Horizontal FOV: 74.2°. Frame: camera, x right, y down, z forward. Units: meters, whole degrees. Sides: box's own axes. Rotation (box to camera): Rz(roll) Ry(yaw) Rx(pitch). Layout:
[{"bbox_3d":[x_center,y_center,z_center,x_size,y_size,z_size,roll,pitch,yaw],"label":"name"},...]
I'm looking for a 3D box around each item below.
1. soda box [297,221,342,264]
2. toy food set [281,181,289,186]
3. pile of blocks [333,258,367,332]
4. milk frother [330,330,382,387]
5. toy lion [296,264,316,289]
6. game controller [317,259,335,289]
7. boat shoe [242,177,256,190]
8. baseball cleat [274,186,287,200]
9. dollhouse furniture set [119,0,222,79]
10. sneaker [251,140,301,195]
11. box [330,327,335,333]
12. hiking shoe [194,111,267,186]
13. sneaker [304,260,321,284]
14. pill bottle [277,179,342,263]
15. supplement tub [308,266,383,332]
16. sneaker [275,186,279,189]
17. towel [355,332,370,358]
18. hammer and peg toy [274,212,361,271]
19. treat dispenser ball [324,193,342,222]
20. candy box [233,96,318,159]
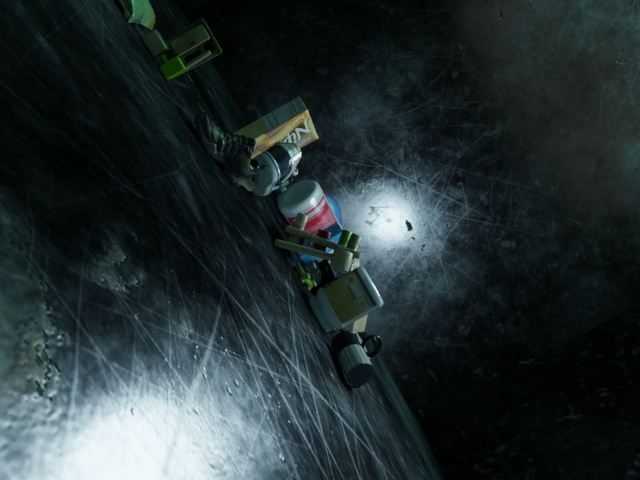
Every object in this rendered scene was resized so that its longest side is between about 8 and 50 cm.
[{"bbox_3d":[0.003,0.014,1.759,0.071,0.210,0.067,57,4,-48],"label":"soda box"},{"bbox_3d":[-0.260,-0.396,2.151,0.306,0.093,0.219,-140,-149,-64],"label":"toy food set"},{"bbox_3d":[0.119,0.213,1.759,0.149,0.113,0.361,-24,116,-50],"label":"pile of blocks"},{"bbox_3d":[0.122,0.329,1.194,0.134,0.143,0.129,-121,-173,-54],"label":"milk frother"},{"bbox_3d":[-0.057,0.116,1.439,0.096,0.034,0.100,53,-2,34],"label":"toy lion"},{"bbox_3d":[0.034,0.184,1.651,0.319,0.067,0.166,-115,-151,-74],"label":"game controller"},{"bbox_3d":[-0.226,-0.190,1.260,0.043,0.049,0.137,58,-1,14],"label":"boat shoe"},{"bbox_3d":[-0.207,-0.245,2.298,0.205,0.072,0.109,57,7,30],"label":"baseball cleat"},{"bbox_3d":[-0.395,-0.578,1.053,0.301,0.151,0.197,59,2,-24],"label":"dollhouse furniture set"},{"bbox_3d":[-0.149,-0.221,1.312,0.126,0.128,0.321,61,-20,-12],"label":"sneaker"},{"bbox_3d":[0.028,0.273,1.431,0.067,0.018,0.083,60,2,-1],"label":"box"},{"bbox_3d":[-0.226,-0.245,1.072,0.086,0.114,0.226,61,2,40],"label":"hiking shoe"},{"bbox_3d":[-0.021,0.138,1.681,0.152,0.054,0.061,-116,-179,-61],"label":"sneaker"},{"bbox_3d":[-0.028,-0.080,2.116,0.407,0.229,0.229,59,2,-34],"label":"pill bottle"},{"bbox_3d":[0.078,0.186,1.324,0.144,0.200,0.144,61,1,-2],"label":"supplement tub"},{"bbox_3d":[-0.248,-0.349,1.939,0.340,0.125,0.139,62,1,30],"label":"sneaker"},{"bbox_3d":[0.174,0.484,2.075,0.197,0.029,0.144,57,3,-13],"label":"towel"},{"bbox_3d":[0.000,0.000,1.376,0.266,0.127,0.361,21,0,-4],"label":"hammer and peg toy"},{"bbox_3d":[-0.015,-0.143,2.547,0.288,0.288,0.288,60,2,-3],"label":"treat dispenser ball"},{"bbox_3d":[-0.180,-0.407,1.670,0.087,0.317,0.183,61,1,25],"label":"candy box"}]
